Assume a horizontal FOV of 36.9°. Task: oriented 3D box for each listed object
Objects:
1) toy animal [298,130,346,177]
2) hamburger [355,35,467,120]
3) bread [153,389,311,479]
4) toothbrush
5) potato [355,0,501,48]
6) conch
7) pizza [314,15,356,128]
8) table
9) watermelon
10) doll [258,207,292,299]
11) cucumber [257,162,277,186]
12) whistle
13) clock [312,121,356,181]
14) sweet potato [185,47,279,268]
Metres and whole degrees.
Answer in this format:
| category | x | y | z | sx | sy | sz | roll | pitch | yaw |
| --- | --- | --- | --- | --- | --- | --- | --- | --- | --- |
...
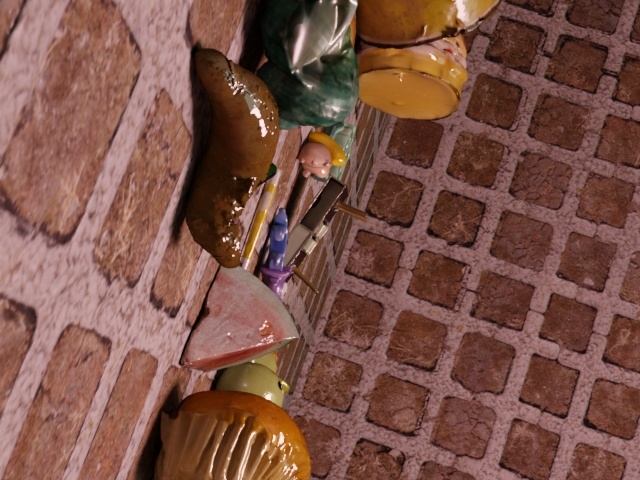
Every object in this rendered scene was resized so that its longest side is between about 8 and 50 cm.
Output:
| category | x | y | z | sx | sy | sz | roll | pitch | yaw |
| --- | --- | --- | --- | --- | --- | --- | --- | --- | --- |
| toy animal | -0.001 | -0.158 | 1.934 | 0.082 | 0.091 | 0.114 | -59 | -176 | 34 |
| hamburger | 0.210 | -0.427 | 2.198 | 0.276 | 0.277 | 0.236 | 86 | 14 | -74 |
| bread | -0.137 | 0.372 | 1.566 | 0.388 | 0.236 | 0.183 | 95 | 16 | -64 |
| toothbrush | -0.121 | 0.009 | 1.641 | 0.024 | 0.021 | 0.288 | 147 | -38 | -84 |
| potato | 0.150 | -0.516 | 1.598 | 0.397 | 0.290 | 0.296 | -97 | 170 | -57 |
| conch | -0.025 | -0.234 | 1.261 | 0.196 | 0.134 | 0.202 | 5 | 101 | -52 |
| pizza | 0.008 | -0.341 | 1.473 | 0.268 | 0.087 | 0.257 | -64 | 166 | -55 |
| table | 0.000 | 0.000 | 1.986 | 0.240 | 0.111 | 0.121 | -55 | 173 | -3 |
| watermelon | -0.167 | 0.143 | 1.544 | 0.202 | 0.136 | 0.207 | 6 | 138 | -47 |
| doll | -0.086 | 0.039 | 1.857 | 0.110 | 0.067 | 0.205 | -92 | -172 | -82 |
| cucumber | -0.101 | -0.095 | 1.461 | 0.036 | 0.033 | 0.184 | -55 | 178 | 18 |
| whistle | -0.119 | 0.260 | 1.874 | 0.294 | 0.141 | 0.141 | -64 | 170 | -56 |
| clock | 0.029 | -0.197 | 2.171 | 0.188 | 0.060 | 0.148 | -33 | 141 | -79 |
| sweet potato | -0.104 | -0.103 | 1.143 | 0.124 | 0.098 | 0.310 | -54 | 159 | -48 |
